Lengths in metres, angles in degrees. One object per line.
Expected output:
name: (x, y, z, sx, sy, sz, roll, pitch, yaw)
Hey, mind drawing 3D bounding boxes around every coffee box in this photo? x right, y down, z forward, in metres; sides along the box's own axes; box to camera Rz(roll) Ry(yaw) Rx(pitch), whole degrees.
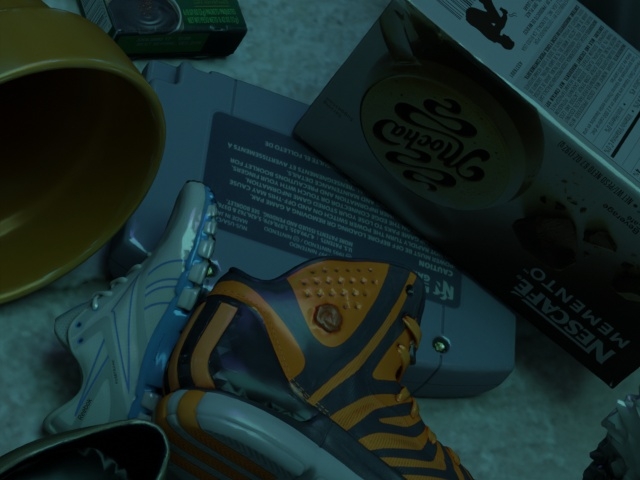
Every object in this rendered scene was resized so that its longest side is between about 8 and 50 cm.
coffee box: (-0.135, -0.220, 1.378, 0.113, 0.040, 0.184, -4, 62, -31)
coffee box: (0.154, -0.058, 1.284, 0.297, 0.168, 0.119, 39, 49, -2)

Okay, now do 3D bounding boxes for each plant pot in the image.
plant pot: (-0.230, -0.092, 1.156, 0.205, 0.205, 0.188, -13, 52, -35)

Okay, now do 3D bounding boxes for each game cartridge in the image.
game cartridge: (0.000, 0.000, 1.304, 0.297, 0.062, 0.198, 19, 57, -17)

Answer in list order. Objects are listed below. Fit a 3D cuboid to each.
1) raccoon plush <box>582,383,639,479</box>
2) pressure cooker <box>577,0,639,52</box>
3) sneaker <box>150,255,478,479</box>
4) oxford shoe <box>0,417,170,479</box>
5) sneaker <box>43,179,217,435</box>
raccoon plush: (0.204, 0.313, 0.981, 0.216, 0.446, 0.299, -31, 57, -22)
pressure cooker: (0.320, -0.227, 1.403, 0.370, 0.420, 0.375, 15, 35, 20)
sneaker: (0.054, 0.120, 1.173, 0.321, 0.124, 0.180, 37, 53, -24)
oxford shoe: (-0.218, 0.198, 1.000, 0.123, 0.130, 0.348, 45, 50, 4)
sneaker: (-0.121, 0.046, 1.165, 0.083, 0.071, 0.190, 19, 79, -2)
